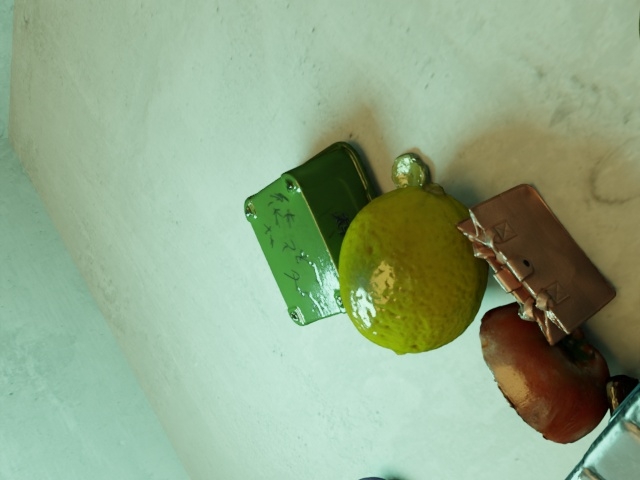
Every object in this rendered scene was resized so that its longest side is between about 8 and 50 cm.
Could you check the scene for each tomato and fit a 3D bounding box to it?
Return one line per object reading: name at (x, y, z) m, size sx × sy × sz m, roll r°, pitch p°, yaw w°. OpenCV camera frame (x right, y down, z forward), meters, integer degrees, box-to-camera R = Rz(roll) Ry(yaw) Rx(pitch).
tomato at (0.330, 0.169, 0.859) m, size 0.085 × 0.224 × 0.225 m, roll -46°, pitch 70°, yaw 39°

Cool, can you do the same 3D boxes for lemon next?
lemon at (0.149, 0.048, 0.975) m, size 0.267 × 0.267 × 0.268 m, roll 24°, pitch 123°, yaw 42°

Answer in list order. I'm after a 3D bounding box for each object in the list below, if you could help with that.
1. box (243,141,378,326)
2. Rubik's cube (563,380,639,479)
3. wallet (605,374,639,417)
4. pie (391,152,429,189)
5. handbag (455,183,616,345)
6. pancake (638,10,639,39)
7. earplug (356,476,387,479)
box at (0.000, 0.000, 1.186) m, size 0.252 × 0.177 × 0.329 m, roll -28°, pitch 85°, yaw 53°
Rubik's cube at (0.498, 0.203, 0.567) m, size 0.343 × 0.337 × 0.345 m, roll 41°, pitch 133°, yaw 30°
wallet at (0.426, 0.301, 0.813) m, size 0.031 × 0.121 × 0.233 m, roll -12°, pitch 74°, yaw 39°
pie at (0.159, -0.116, 1.073) m, size 0.084 × 0.019 × 0.085 m, roll 22°, pitch 120°, yaw 44°
handbag at (0.306, 0.028, 0.853) m, size 0.213 × 0.157 × 0.059 m, roll 56°, pitch 140°, yaw 17°
pancake at (0.461, -0.243, 0.639) m, size 0.241 × 0.050 × 0.242 m, roll 24°, pitch 124°, yaw 41°
earplug at (0.185, 0.734, 1.286) m, size 0.215 × 0.215 × 0.456 m, roll -46°, pitch 67°, yaw 49°
